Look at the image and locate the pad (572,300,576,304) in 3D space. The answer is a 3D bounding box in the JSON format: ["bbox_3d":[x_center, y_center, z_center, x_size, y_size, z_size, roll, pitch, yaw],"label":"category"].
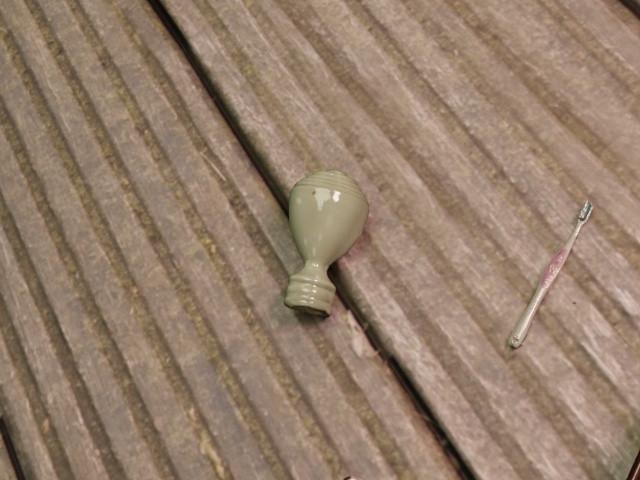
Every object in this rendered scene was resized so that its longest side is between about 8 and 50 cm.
[{"bbox_3d":[0.349,0.194,1.039,0.323,0.055,0.250,29,77,11],"label":"pad"}]

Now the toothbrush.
[{"bbox_3d":[0.277,0.041,1.334,0.017,0.022,0.204,23,78,34],"label":"toothbrush"}]

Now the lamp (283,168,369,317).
[{"bbox_3d":[0.000,0.000,1.430,0.106,0.106,0.193,7,75,26],"label":"lamp"}]

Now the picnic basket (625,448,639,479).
[{"bbox_3d":[0.412,0.271,1.086,0.223,0.129,0.296,22,75,29],"label":"picnic basket"}]
